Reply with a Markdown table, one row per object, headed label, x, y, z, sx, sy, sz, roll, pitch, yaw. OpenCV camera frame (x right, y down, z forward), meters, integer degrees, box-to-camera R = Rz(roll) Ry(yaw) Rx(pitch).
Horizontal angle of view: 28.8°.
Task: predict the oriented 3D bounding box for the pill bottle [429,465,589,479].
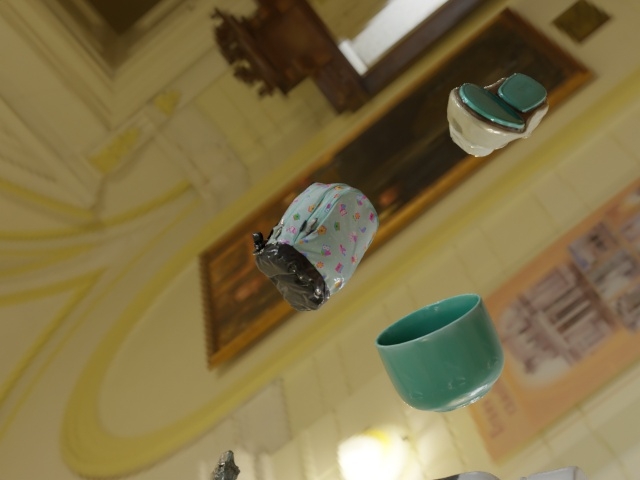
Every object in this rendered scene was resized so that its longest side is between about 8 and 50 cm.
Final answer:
| label | x | y | z | sx | sy | sz | roll | pitch | yaw |
| --- | --- | --- | --- | --- | --- | --- | --- | --- | --- |
| pill bottle | 0.102 | 0.345 | 1.238 | 0.204 | 0.361 | 0.204 | -17 | -90 | -72 |

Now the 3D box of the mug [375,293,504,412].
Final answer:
| label | x | y | z | sx | sy | sz | roll | pitch | yaw |
| --- | --- | --- | --- | --- | --- | --- | --- | --- | --- |
| mug | 0.143 | 0.125 | 1.383 | 0.158 | 0.129 | 0.097 | -36 | -77 | -55 |

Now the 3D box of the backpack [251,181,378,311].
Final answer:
| label | x | y | z | sx | sy | sz | roll | pitch | yaw |
| --- | --- | --- | --- | --- | --- | --- | --- | --- | --- |
| backpack | 0.000 | 0.000 | 1.839 | 0.115 | 0.182 | 0.152 | 10 | 145 | 40 |

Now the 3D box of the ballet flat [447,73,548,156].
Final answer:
| label | x | y | z | sx | sy | sz | roll | pitch | yaw |
| --- | --- | --- | --- | --- | --- | --- | --- | --- | --- |
| ballet flat | 0.192 | -0.131 | 1.393 | 0.086 | 0.086 | 0.248 | 53 | -151 | 9 |

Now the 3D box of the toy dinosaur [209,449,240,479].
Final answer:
| label | x | y | z | sx | sy | sz | roll | pitch | yaw |
| --- | --- | --- | --- | --- | --- | --- | --- | --- | --- |
| toy dinosaur | -0.128 | 0.389 | 1.470 | 0.064 | 0.118 | 0.268 | 6 | -112 | -49 |
